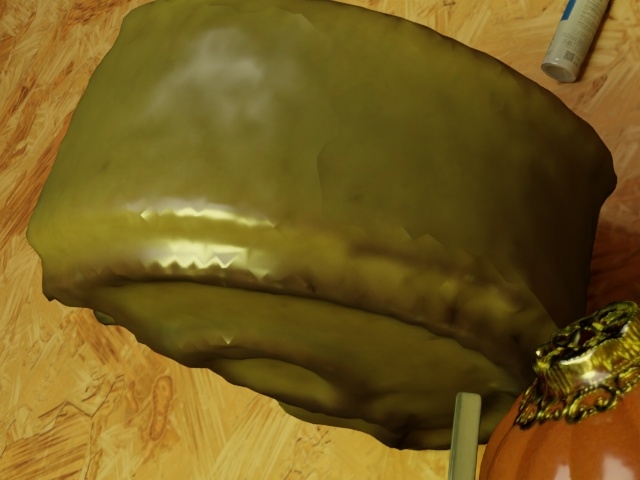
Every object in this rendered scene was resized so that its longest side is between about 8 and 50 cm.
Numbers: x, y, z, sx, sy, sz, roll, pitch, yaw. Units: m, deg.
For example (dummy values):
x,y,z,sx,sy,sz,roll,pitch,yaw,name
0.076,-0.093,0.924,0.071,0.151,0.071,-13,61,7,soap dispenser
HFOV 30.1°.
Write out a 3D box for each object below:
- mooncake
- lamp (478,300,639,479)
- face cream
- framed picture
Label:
x,y,z,sx,sy,sz,roll,pitch,yaw,name
0.000,0.000,0.860,0.393,0.394,0.246,135,151,-69,mooncake
0.197,0.135,0.687,0.223,0.196,0.223,-29,5,3,lamp
0.234,-0.204,1.053,0.034,0.034,0.130,10,72,54,face cream
0.077,0.271,0.752,0.020,0.211,0.289,5,60,7,framed picture
